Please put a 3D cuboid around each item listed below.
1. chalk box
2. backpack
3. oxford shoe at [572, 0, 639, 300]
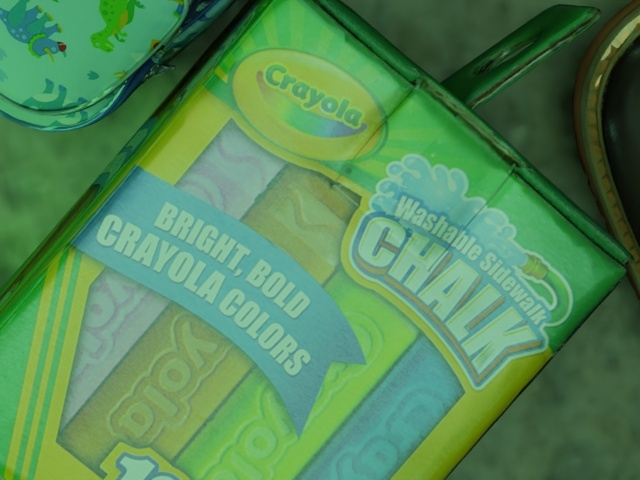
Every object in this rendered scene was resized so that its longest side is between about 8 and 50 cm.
[{"bbox_3d":[0.000,0.000,0.578,0.132,0.132,0.213,40,93,-7],"label":"chalk box"},{"bbox_3d":[-0.082,-0.089,0.569,0.105,0.084,0.114,40,129,-9],"label":"backpack"},{"bbox_3d":[0.221,0.061,0.596,0.130,0.133,0.363,-42,98,4],"label":"oxford shoe"}]
